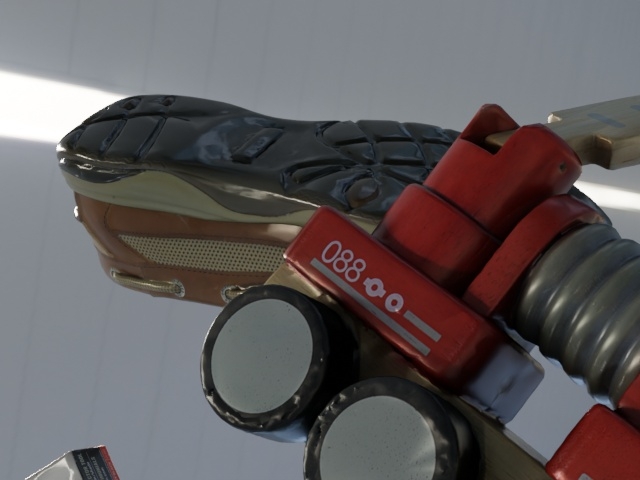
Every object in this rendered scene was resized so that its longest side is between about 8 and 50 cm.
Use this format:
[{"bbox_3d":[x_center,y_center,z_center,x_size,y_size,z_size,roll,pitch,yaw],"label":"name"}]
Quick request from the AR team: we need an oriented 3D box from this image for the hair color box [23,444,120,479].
[{"bbox_3d":[-0.188,0.197,0.654,0.072,0.141,0.043,62,-165,16],"label":"hair color box"}]

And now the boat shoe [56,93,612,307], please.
[{"bbox_3d":[0.000,0.000,0.584,0.122,0.324,0.120,-43,-40,-50],"label":"boat shoe"}]

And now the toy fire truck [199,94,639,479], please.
[{"bbox_3d":[0.116,0.026,0.393,0.246,0.217,0.158,-53,-35,1],"label":"toy fire truck"}]
